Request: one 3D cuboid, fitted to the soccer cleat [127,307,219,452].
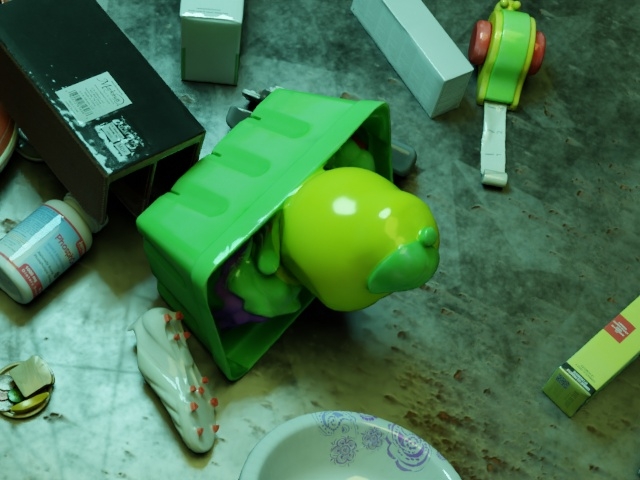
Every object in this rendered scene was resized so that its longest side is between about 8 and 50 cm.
[{"bbox_3d":[-0.188,0.182,1.499,0.076,0.068,0.196,-26,76,25],"label":"soccer cleat"}]

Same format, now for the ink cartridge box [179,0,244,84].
[{"bbox_3d":[-0.157,-0.364,1.749,0.093,0.154,0.212,5,61,-3],"label":"ink cartridge box"}]

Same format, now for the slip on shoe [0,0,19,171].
[{"bbox_3d":[-0.484,-0.220,1.640,0.123,0.101,0.331,-2,60,6],"label":"slip on shoe"}]

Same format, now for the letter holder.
[{"bbox_3d":[-0.315,-0.158,1.567,0.152,0.214,0.302,-29,69,-30],"label":"letter holder"}]

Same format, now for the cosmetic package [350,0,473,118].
[{"bbox_3d":[0.138,-0.311,1.796,0.060,0.099,0.239,-24,67,-22],"label":"cosmetic package"}]

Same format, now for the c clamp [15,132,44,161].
[{"bbox_3d":[-0.413,-0.188,1.690,0.161,0.022,0.137,42,64,16],"label":"c clamp"}]

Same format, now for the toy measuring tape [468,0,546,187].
[{"bbox_3d":[0.279,-0.243,1.769,0.122,0.121,0.330,10,60,-3],"label":"toy measuring tape"}]

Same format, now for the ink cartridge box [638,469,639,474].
[{"bbox_3d":[0.545,0.249,1.543,0.160,0.092,0.219,32,61,9],"label":"ink cartridge box"}]

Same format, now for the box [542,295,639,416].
[{"bbox_3d":[0.407,0.139,1.589,0.232,0.087,0.058,-36,71,-23],"label":"box"}]

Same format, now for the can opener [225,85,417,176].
[{"bbox_3d":[0.004,-0.153,1.714,0.280,0.074,0.093,21,95,5],"label":"can opener"}]

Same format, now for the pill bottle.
[{"bbox_3d":[-0.361,0.003,1.554,0.087,0.087,0.160,39,64,13],"label":"pill bottle"}]

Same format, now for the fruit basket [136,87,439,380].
[{"bbox_3d":[0.000,0.000,1.492,0.392,0.283,0.392,-3,52,4],"label":"fruit basket"}]

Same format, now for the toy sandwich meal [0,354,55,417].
[{"bbox_3d":[-0.377,0.184,1.482,0.086,0.029,0.085,4,61,-6],"label":"toy sandwich meal"}]

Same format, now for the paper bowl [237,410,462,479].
[{"bbox_3d":[0.029,0.348,1.356,0.284,0.148,0.284,10,41,-9],"label":"paper bowl"}]
